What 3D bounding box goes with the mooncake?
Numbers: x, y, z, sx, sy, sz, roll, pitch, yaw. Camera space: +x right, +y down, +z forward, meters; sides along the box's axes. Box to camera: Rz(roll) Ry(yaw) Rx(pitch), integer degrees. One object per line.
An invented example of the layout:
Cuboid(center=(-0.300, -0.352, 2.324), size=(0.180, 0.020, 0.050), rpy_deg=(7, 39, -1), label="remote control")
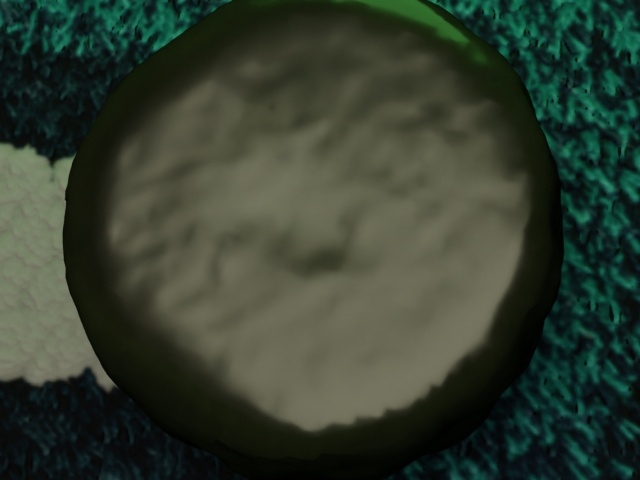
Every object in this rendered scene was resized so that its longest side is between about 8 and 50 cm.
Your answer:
Cuboid(center=(0.000, 0.000, 0.998), size=(0.356, 0.194, 0.356), rpy_deg=(-3, 74, 11), label="mooncake")
